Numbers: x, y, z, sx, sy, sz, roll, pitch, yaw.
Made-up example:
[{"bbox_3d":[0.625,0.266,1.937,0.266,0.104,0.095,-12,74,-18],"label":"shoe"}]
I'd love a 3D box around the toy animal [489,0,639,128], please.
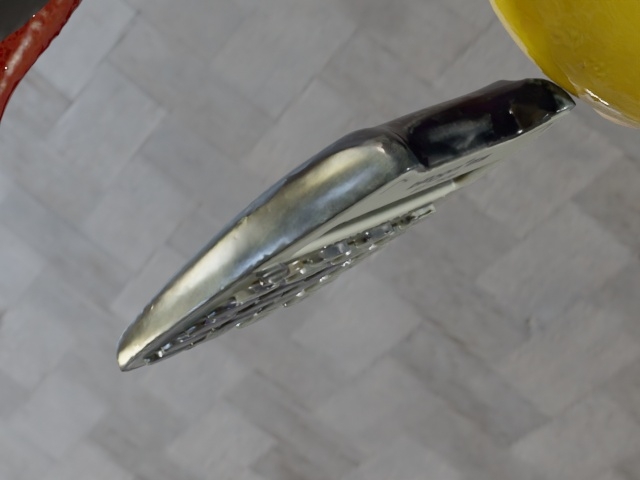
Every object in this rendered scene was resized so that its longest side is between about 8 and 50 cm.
[{"bbox_3d":[0.183,-0.202,0.906,0.278,0.247,0.345,-15,115,-9],"label":"toy animal"}]

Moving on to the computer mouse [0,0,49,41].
[{"bbox_3d":[-0.126,-0.159,0.338,0.100,0.170,0.269,9,109,33],"label":"computer mouse"}]

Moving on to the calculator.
[{"bbox_3d":[0.000,0.000,0.914,0.268,0.177,0.040,-41,76,43],"label":"calculator"}]

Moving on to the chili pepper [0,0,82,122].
[{"bbox_3d":[-0.108,-0.100,0.632,0.059,0.268,0.050,21,-178,27],"label":"chili pepper"}]
